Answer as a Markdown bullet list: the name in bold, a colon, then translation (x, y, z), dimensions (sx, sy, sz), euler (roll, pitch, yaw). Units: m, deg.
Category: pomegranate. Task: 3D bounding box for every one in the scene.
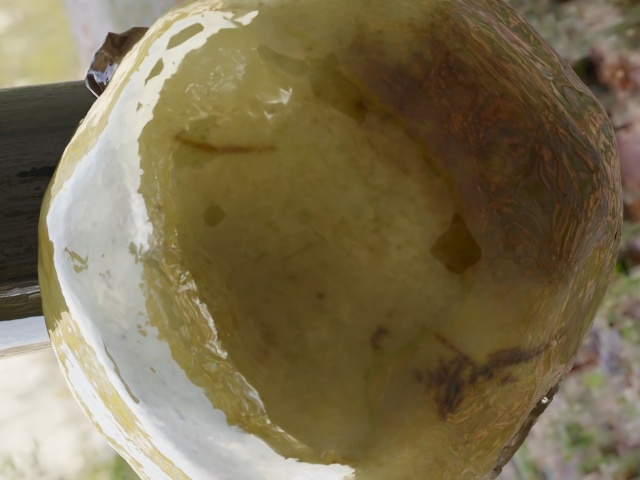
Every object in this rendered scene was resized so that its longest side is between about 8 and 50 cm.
- **pomegranate**: translation (0.000, 0.000, 1.009), dimensions (0.332, 0.333, 0.332), euler (56, 158, 37)

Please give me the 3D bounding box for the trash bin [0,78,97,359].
- **trash bin**: translation (-0.283, -0.004, 1.243), dimensions (0.214, 0.334, 0.214), euler (-10, -90, -84)
